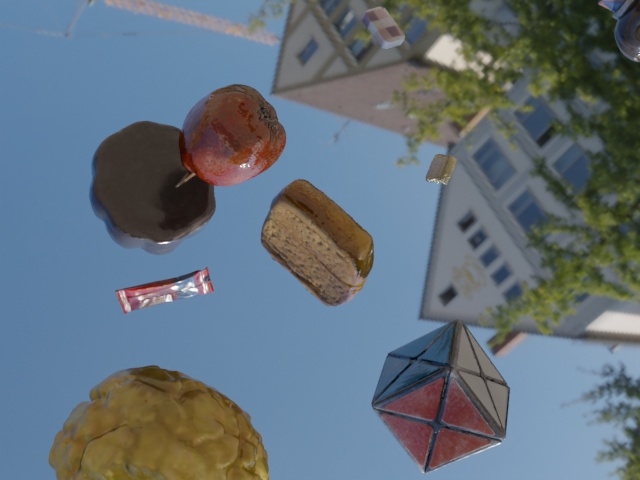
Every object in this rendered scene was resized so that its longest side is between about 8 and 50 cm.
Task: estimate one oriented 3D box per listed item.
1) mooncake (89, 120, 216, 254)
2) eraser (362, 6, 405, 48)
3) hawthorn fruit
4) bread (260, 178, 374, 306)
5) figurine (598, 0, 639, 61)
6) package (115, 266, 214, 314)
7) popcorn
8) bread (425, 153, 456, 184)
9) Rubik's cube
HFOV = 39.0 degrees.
[{"bbox_3d":[-0.388,-0.114,2.076,0.306,0.154,0.306,6,-109,-17],"label":"mooncake"},{"bbox_3d":[0.148,-0.502,2.133,0.065,0.026,0.105,-24,-110,-28],"label":"eraser"},{"bbox_3d":[-0.210,-0.204,1.910,0.210,0.262,0.210,47,-158,-26],"label":"hawthorn fruit"},{"bbox_3d":[0.005,-0.005,2.453,0.337,0.328,0.148,40,-122,12],"label":"bread"},{"bbox_3d":[0.588,-0.340,1.518,0.158,0.161,0.275,-35,-115,-18],"label":"figurine"},{"bbox_3d":[-0.332,0.108,1.939,0.200,0.083,0.022,-14,-129,-7],"label":"package"},{"bbox_3d":[-0.264,0.390,1.566,0.390,0.344,0.354,-28,-64,-49],"label":"popcorn"},{"bbox_3d":[0.273,-0.162,2.045,0.035,0.070,0.083,24,176,-17],"label":"bread"},{"bbox_3d":[0.310,0.396,2.317,0.255,0.259,0.260,55,-157,-12],"label":"Rubik's cube"}]
